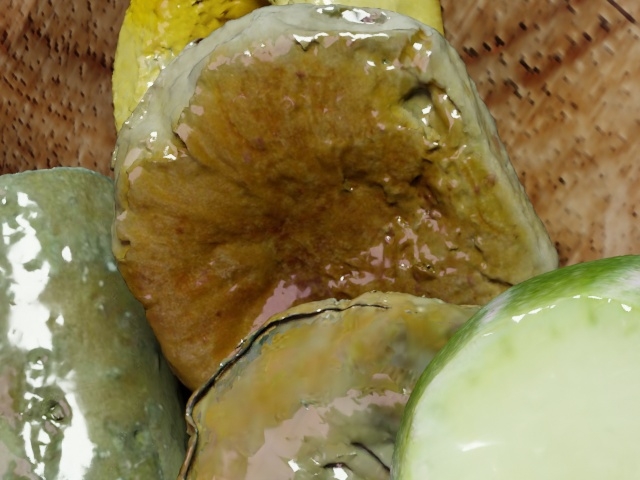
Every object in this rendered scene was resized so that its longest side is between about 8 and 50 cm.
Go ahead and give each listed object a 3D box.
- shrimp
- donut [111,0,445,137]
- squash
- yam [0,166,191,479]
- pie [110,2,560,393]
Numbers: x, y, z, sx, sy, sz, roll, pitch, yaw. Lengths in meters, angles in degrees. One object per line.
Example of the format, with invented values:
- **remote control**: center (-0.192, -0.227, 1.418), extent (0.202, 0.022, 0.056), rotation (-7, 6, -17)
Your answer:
- **shrimp**: center (0.061, 0.109, 0.685), extent (0.253, 0.058, 0.173), rotation (17, 84, 16)
- **donut**: center (-0.028, -0.077, 0.810), extent (0.162, 0.065, 0.178), rotation (31, 113, 34)
- **squash**: center (0.096, 0.083, 0.596), extent (0.170, 0.123, 0.170), rotation (-2, 82, 13)
- **yam**: center (-0.106, 0.140, 0.840), extent (0.133, 0.133, 0.330), rotation (-26, 74, 38)
- **pie**: center (0.000, 0.000, 0.746), extent (0.195, 0.046, 0.195), rotation (5, 115, 11)
